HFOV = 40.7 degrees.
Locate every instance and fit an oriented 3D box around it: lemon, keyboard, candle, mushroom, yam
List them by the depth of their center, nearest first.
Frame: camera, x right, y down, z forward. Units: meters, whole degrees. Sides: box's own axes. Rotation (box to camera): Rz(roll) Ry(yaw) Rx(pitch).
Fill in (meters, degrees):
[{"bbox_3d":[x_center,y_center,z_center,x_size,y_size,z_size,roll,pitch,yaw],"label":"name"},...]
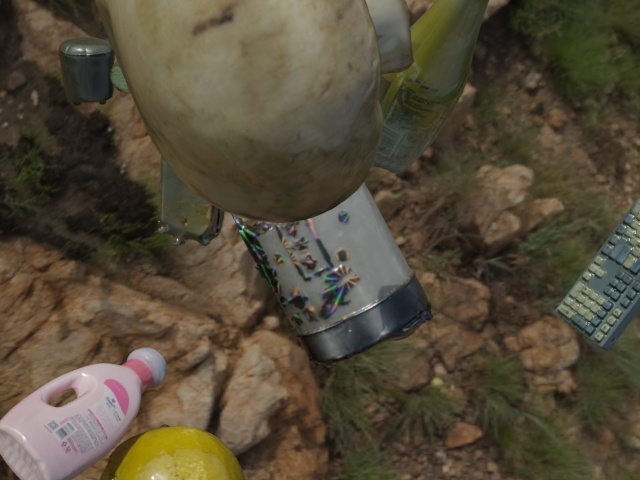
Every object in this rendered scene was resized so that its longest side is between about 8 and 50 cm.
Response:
[{"bbox_3d":[-0.027,-0.090,0.382,0.127,0.166,0.166,-29,94,-12],"label":"mushroom"},{"bbox_3d":[0.250,-0.001,0.658,0.014,0.055,0.176,27,101,-41],"label":"keyboard"},{"bbox_3d":[0.000,0.000,1.140,0.187,0.187,0.330,-32,96,-34],"label":"candle"},{"bbox_3d":[-0.266,-0.252,1.221,0.043,0.043,0.094,37,48,-20],"label":"yam"},{"bbox_3d":[-0.269,0.486,1.560,0.297,0.297,0.297,9,74,-31],"label":"lemon"}]

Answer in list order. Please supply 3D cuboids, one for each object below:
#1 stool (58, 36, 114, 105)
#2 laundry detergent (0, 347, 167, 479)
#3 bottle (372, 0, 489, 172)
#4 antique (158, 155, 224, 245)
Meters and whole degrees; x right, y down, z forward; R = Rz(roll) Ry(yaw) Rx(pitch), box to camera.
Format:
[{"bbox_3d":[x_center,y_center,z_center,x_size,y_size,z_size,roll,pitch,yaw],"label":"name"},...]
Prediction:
[{"bbox_3d":[-0.405,-0.296,1.504,0.096,0.096,0.110,-15,118,-34],"label":"stool"},{"bbox_3d":[-0.397,0.290,1.500,0.159,0.088,0.335,49,35,3],"label":"laundry detergent"},{"bbox_3d":[0.105,-0.169,0.807,0.083,0.270,0.083,10,54,-14],"label":"bottle"},{"bbox_3d":[-0.241,-0.132,1.652,0.125,0.150,0.284,5,98,-3],"label":"antique"}]
